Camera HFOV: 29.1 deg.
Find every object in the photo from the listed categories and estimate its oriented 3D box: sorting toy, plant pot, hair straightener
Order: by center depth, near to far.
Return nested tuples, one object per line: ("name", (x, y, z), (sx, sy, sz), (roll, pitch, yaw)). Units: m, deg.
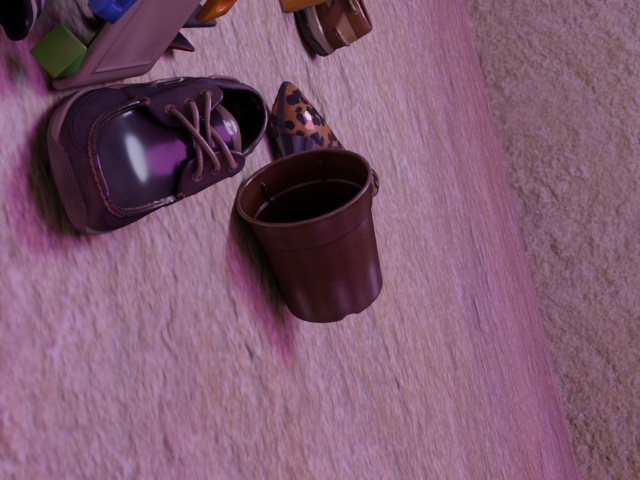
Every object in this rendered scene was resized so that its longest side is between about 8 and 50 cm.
("sorting toy", (-0.159, -0.224, 1.152), (0.047, 0.196, 0.348), (45, 18, 2))
("hair straightener", (-0.170, -0.250, 1.290), (0.047, 0.089, 0.230), (49, 17, 15))
("plant pot", (0.000, 0.000, 1.501), (0.167, 0.167, 0.165), (-79, 156, -54))

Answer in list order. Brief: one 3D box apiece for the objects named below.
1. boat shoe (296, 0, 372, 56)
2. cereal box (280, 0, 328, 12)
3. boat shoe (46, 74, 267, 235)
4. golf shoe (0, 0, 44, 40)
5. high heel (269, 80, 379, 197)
("boat shoe", (0.013, -0.454, 1.952), (0.122, 0.120, 0.324), (11, 66, -71))
("cereal box", (-0.004, -0.479, 1.835), (0.047, 0.173, 0.240), (-26, 100, -71))
("boat shoe", (-0.142, -0.104, 1.170), (0.355, 0.130, 0.132), (-56, 129, -68))
("golf shoe", (-0.273, -0.235, 0.975), (0.186, 0.068, 0.086), (49, 33, -56))
("high heel", (0.014, -0.140, 1.738), (0.261, 0.093, 0.186), (-24, 106, -63))
